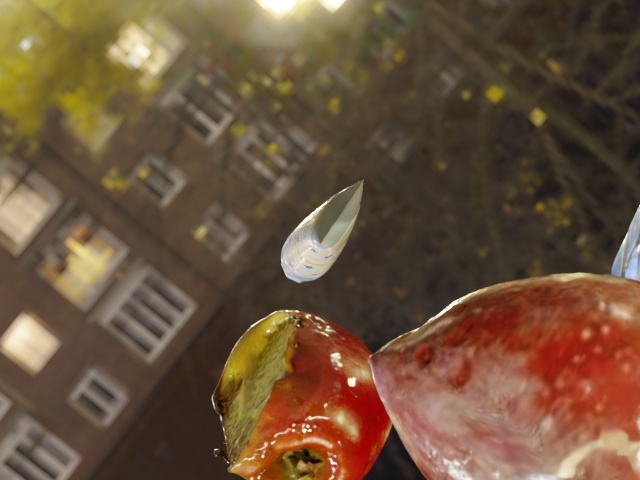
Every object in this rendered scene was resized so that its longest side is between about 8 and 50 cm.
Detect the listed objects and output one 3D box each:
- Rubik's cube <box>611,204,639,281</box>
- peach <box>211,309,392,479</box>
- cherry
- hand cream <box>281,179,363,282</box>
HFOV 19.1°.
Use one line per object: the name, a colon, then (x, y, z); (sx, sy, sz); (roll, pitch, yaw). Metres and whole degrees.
Rubik's cube: (0.409, 0.073, 1.748); (0.256, 0.253, 0.259); (104, -2, -50)
peach: (-0.009, 0.161, 1.899); (0.159, 0.154, 0.267); (-54, -167, 5)
cherry: (0.150, 0.107, 1.189); (0.175, 0.249, 0.192); (-70, 170, -48)
hand cream: (0.000, 0.000, 1.556); (0.065, 0.043, 0.171); (-58, -177, -19)
